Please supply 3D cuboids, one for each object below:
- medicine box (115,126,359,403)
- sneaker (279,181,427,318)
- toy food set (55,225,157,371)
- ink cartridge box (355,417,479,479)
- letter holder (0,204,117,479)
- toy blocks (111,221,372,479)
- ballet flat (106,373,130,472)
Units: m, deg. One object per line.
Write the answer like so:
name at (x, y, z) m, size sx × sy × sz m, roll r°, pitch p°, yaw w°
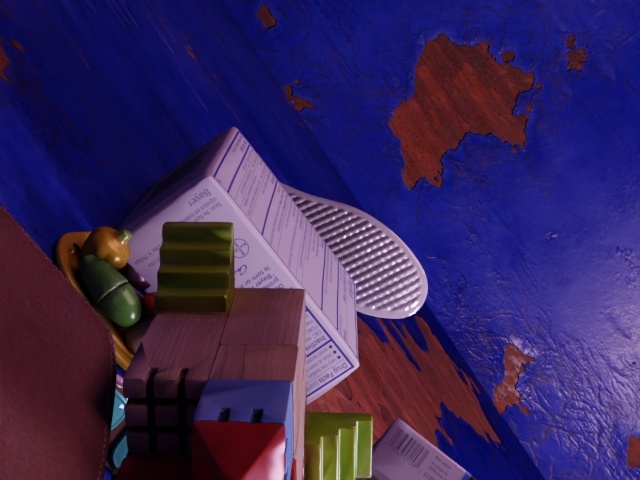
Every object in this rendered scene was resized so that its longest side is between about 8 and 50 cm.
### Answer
medicine box at (-0.090, 0.035, 1.161) m, size 0.289 × 0.149 × 0.263 m, roll 53°, pitch 12°, yaw -14°
sneaker at (0.000, 0.000, 1.407) m, size 0.365 × 0.135 × 0.150 m, roll 32°, pitch -1°, yaw 11°
toy food set at (-0.173, 0.067, 0.937) m, size 0.218 × 0.071 × 0.128 m, roll 57°, pitch 12°, yaw 7°
ink cartridge box at (0.106, 0.290, 1.004) m, size 0.165 × 0.065 × 0.333 m, roll 36°, pitch -20°, yaw 8°
letter holder at (-0.185, 0.155, 0.476) m, size 0.214 × 0.152 × 0.302 m, roll 52°, pitch 12°, yaw -23°
toy blocks at (-0.062, 0.207, 0.567) m, size 0.261 × 0.190 × 0.382 m, roll -84°, pitch 175°, yaw -73°
ballet flat at (-0.170, 0.142, 0.776) m, size 0.221 × 0.077 × 0.079 m, roll 47°, pitch -5°, yaw -33°
